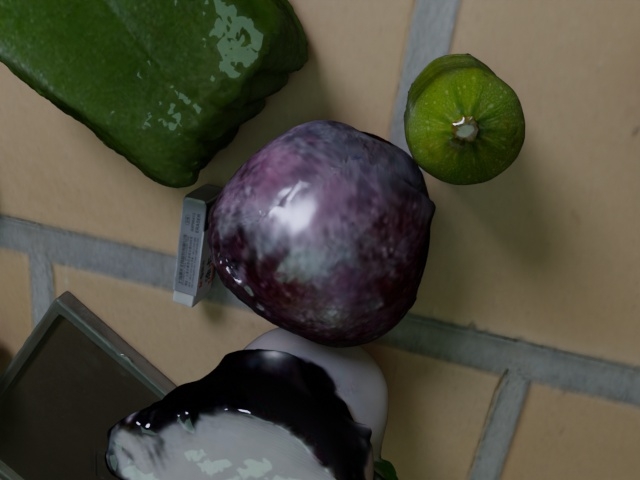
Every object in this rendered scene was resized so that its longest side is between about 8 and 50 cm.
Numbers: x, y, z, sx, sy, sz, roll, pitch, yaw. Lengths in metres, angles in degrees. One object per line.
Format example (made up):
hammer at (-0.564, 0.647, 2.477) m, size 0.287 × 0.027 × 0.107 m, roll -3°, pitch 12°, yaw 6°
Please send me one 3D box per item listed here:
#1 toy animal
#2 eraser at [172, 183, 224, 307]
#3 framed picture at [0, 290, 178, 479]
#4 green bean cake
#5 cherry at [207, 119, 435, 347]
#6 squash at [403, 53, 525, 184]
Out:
toy animal at (-0.029, 0.191, 0.505) m, size 0.212 × 0.266 × 0.213 m, roll 1°, pitch 92°, yaw 20°
eraser at (-0.128, 0.005, 0.584) m, size 0.029 × 0.052 × 0.122 m, roll 15°, pitch 112°, yaw 9°
framed picture at (-0.247, 0.317, 0.740) m, size 0.446 × 0.028 × 0.326 m, roll 42°, pitch 113°, yaw -3°
green bean cake at (-0.148, -0.184, 0.486) m, size 0.222 × 0.125 × 0.248 m, roll -40°, pitch 93°, yaw 25°
cherry at (0.004, -0.010, 0.481) m, size 0.195 × 0.195 × 0.195 m, roll 5°, pitch 110°, yaw 13°
squash at (0.104, -0.086, 0.420) m, size 0.095 × 0.188 × 0.095 m, roll 4°, pitch 112°, yaw 11°
